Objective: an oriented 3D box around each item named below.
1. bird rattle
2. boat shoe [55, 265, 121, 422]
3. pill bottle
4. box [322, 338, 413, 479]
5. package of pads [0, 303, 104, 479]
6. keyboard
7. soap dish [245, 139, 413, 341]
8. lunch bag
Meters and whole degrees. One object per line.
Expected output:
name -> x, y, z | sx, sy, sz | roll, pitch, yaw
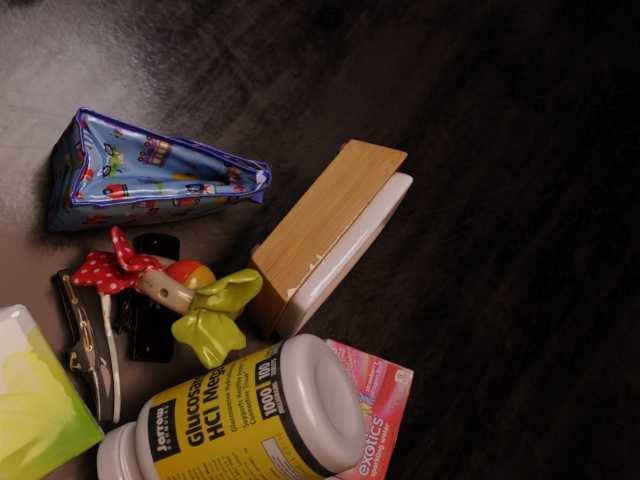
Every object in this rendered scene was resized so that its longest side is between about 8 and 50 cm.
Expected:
bird rattle -> -0.204, 0.072, 1.491 | 0.254, 0.207, 0.143 | 19, 93, 12
boat shoe -> -0.325, 0.147, 1.510 | 0.069, 0.081, 0.227 | -6, 77, -20
pill bottle -> -0.124, 0.266, 1.439 | 0.334, 0.188, 0.188 | -24, 93, 17
box -> 0.006, 0.311, 1.586 | 0.154, 0.142, 0.300 | 22, 74, -19
package of pads -> -0.472, 0.243, 1.421 | 0.296, 0.101, 0.229 | -31, 96, -24
keyboard -> -0.258, 0.082, 1.578 | 0.100, 0.038, 0.192 | 13, 75, -44
soap dish -> 0.000, 0.000, 1.594 | 0.118, 0.229, 0.291 | 38, 69, 4
lunch bag -> -0.217, -0.077, 1.507 | 0.293, 0.221, 0.138 | 6, 80, -22
